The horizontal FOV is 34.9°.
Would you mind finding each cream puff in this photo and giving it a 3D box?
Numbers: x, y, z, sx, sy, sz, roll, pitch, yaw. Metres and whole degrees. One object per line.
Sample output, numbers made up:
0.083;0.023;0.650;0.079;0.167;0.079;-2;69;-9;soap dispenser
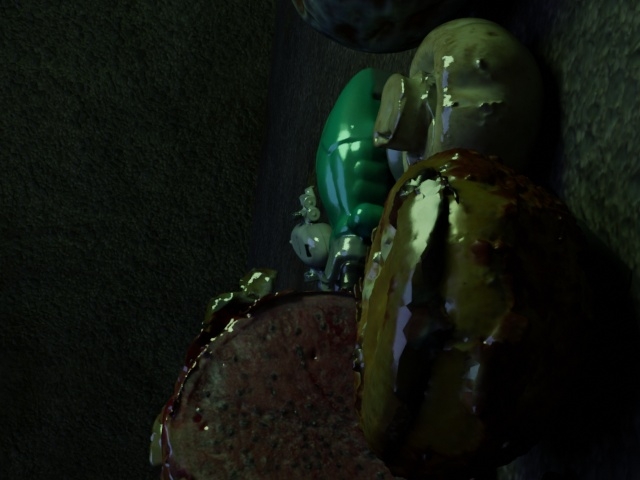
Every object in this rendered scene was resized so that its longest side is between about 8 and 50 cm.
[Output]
0.103;0.056;0.711;0.240;0.164;0.240;14;-90;-88;cream puff

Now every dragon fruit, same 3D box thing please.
-0.013;0.229;0.944;0.263;0.296;0.314;106;174;-61;dragon fruit

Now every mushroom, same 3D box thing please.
0.114;-0.104;0.848;0.166;0.127;0.166;-177;90;-73;mushroom

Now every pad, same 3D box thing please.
0.177;0.035;0.759;0.193;0.004;0.116;-109;26;-66;pad

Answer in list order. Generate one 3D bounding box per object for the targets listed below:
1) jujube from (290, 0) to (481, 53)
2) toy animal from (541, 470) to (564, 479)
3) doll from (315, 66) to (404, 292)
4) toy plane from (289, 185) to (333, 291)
0.059;-0.310;0.911;0.215;0.247;0.308;-55;-27;-36;jujube
0.150;0.220;0.706;0.220;0.062;0.107;152;105;-77;toy animal
0.064;-0.044;1.040;0.195;0.153;0.258;-170;95;-75;doll
-0.003;0.001;1.597;0.174;0.080;0.174;167;90;-82;toy plane
